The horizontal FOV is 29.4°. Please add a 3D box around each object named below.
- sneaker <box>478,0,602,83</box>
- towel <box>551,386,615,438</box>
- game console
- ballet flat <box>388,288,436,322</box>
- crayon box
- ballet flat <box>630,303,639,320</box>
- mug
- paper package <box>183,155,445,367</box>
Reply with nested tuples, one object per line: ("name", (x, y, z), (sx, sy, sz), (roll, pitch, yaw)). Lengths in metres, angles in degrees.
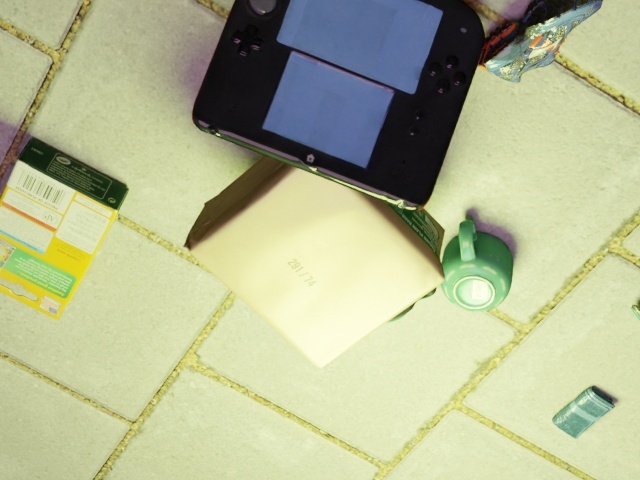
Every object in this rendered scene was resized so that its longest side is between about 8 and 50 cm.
("sneaker", (0.349, -0.323, 1.901), (0.087, 0.083, 0.221), (34, 133, -31))
("towel", (0.513, 0.338, 2.389), (0.067, 0.029, 0.119), (32, 127, -12))
("game console", (0.036, -0.263, 1.872), (0.386, 0.342, 0.060), (21, 166, -4))
("ballet flat", (0.150, 0.086, 2.183), (0.074, 0.203, 0.074), (10, 109, 30))
("crayon box", (-0.519, -0.016, 2.309), (0.203, 0.083, 0.323), (28, 127, -10))
("ballet flat", (0.604, 0.150, 2.227), (0.041, 0.041, 0.114), (-22, 120, 26))
("mug", (0.269, 0.056, 2.183), (0.157, 0.097, 0.129), (39, 125, -18))
("paper package", (0.000, 0.000, 2.042), (0.309, 0.168, 0.325), (-37, 110, 25))
